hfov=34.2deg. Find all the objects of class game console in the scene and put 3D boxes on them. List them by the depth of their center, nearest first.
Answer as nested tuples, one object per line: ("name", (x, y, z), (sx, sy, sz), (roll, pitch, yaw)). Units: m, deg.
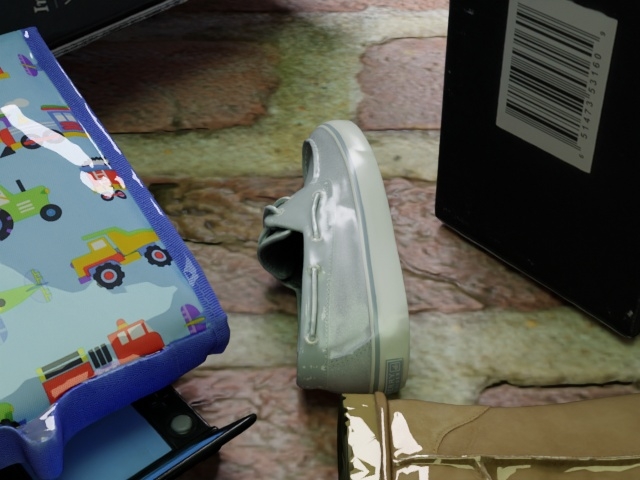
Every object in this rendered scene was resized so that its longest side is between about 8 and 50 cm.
("game console", (-0.111, 0.109, 0.542), (0.122, 0.071, 0.107), (-30, 53, -30))

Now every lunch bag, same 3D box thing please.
("lunch bag", (-0.205, 0.020, 0.598), (0.221, 0.138, 0.293), (-23, 46, -24))

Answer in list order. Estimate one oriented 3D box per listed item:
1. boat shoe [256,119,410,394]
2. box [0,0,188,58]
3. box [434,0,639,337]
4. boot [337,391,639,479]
("boat shoe", (0.000, 0.001, 0.661), (0.081, 0.079, 0.227), (-2, 44, -8))
("box", (-0.313, -0.359, 0.877), (0.472, 0.297, 0.480), (-34, 41, -30))
("box", (0.238, -0.150, 0.671), (0.294, 0.296, 0.183), (-30, 48, -31))
("boot", (0.146, 0.150, 0.481), (0.270, 0.089, 0.236), (0, 41, -1))
